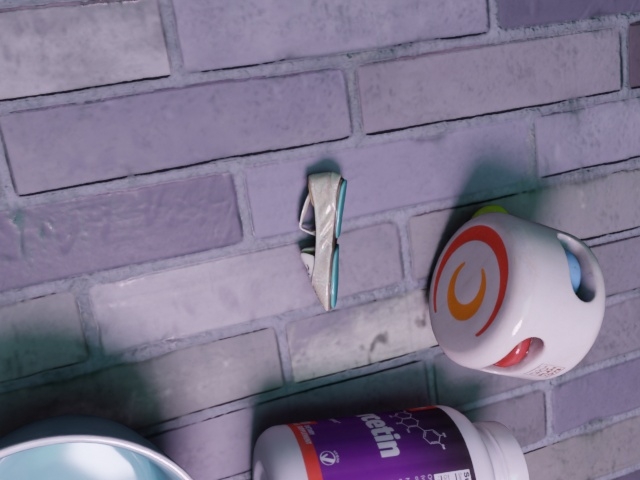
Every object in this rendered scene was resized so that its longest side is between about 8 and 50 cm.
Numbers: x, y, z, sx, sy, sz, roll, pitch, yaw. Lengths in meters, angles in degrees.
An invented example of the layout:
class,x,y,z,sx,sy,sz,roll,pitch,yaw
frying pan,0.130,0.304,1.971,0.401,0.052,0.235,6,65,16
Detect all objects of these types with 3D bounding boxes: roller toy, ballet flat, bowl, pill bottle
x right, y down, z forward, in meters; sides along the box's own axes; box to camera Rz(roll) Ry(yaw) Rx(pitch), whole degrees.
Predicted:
class,x,y,z,sx,sy,sz,roll,pitch,yaw
roller toy,0.240,0.073,0.816,0.146,0.191,0.209,15,97,-22
ballet flat,0.000,0.000,0.802,0.052,0.057,0.168,6,98,8
bowl,-0.276,0.315,0.713,0.311,0.163,0.312,-4,104,-18
pill bottle,0.086,0.305,0.823,0.322,0.181,0.182,-2,103,-19
